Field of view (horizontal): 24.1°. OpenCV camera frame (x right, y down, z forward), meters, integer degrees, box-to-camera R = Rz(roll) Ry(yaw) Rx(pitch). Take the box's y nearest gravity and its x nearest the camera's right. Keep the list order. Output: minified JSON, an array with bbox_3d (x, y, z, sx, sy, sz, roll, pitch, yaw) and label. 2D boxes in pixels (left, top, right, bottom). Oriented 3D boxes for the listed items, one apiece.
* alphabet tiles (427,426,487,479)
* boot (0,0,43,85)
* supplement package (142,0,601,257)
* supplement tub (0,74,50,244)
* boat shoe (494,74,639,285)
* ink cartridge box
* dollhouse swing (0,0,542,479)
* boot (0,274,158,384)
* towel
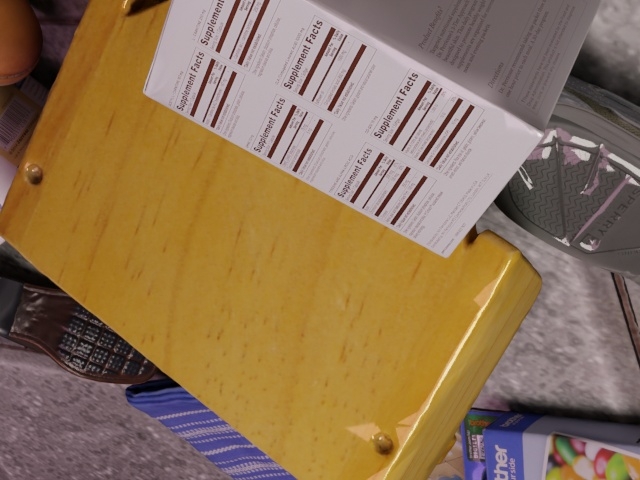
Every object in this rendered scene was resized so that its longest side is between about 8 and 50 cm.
[{"bbox_3d":[0.195,0.287,1.519,0.342,0.011,0.285,37,147,-16],"label":"alphabet tiles"},{"bbox_3d":[-0.244,-0.238,1.029,0.220,0.109,0.283,-14,123,41],"label":"boot"},{"bbox_3d":[0.040,-0.139,0.853,0.203,0.194,0.149,29,147,-2],"label":"supplement package"},{"bbox_3d":[-0.307,-0.101,1.209,0.200,0.144,0.144,39,146,-18],"label":"supplement tub"},{"bbox_3d":[0.251,-0.008,0.994,0.320,0.103,0.118,28,129,-12],"label":"boat shoe"},{"bbox_3d":[0.251,0.250,1.297,0.311,0.065,0.185,3,105,36],"label":"ink cartridge box"},{"bbox_3d":[0.000,0.000,1.129,0.347,0.305,0.315,36,114,20],"label":"dollhouse swing"},{"bbox_3d":[-0.272,0.083,1.539,0.219,0.082,0.106,25,177,-18],"label":"boot"},{"bbox_3d":[-0.023,0.239,1.550,0.243,0.040,0.336,-12,134,46],"label":"towel"}]
